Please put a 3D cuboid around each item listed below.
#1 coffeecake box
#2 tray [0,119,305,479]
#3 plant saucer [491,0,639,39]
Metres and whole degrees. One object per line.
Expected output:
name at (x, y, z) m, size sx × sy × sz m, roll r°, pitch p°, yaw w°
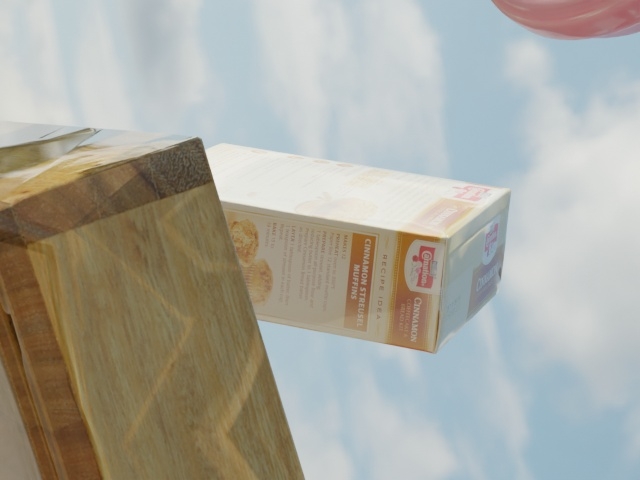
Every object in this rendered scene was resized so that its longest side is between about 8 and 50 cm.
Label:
coffeecake box at (0.000, 0.000, 1.089) m, size 0.142 × 0.185 × 0.068 m, roll -32°, pitch 129°, yaw -67°
tray at (-0.112, 0.062, 0.728) m, size 0.411 × 0.076 × 0.203 m, roll 11°, pitch -61°, yaw 67°
plant saucer at (0.242, -0.262, 1.238) m, size 0.332 × 0.084 × 0.332 m, roll -39°, pitch -148°, yaw 30°
